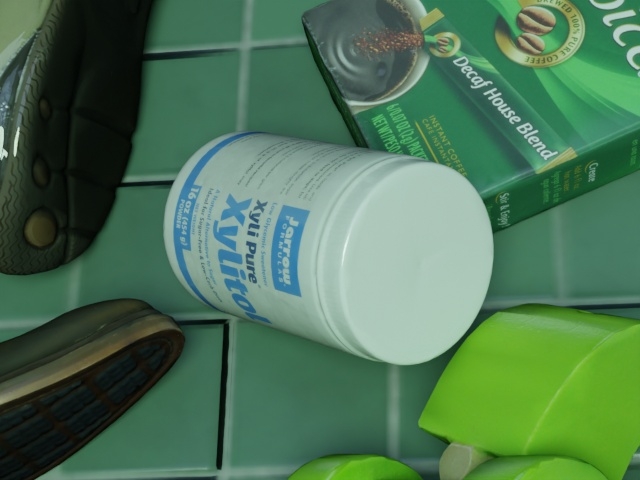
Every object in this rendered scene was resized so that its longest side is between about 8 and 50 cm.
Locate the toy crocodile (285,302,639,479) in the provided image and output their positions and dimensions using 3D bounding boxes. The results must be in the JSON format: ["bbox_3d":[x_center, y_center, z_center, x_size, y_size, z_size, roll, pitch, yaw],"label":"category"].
[{"bbox_3d":[0.032,0.169,0.454,0.115,0.105,0.340,-12,53,51],"label":"toy crocodile"}]

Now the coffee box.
[{"bbox_3d":[0.097,-0.077,0.595,0.184,0.040,0.113,-23,62,-2],"label":"coffee box"}]

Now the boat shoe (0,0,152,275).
[{"bbox_3d":[-0.123,-0.145,0.622,0.120,0.122,0.324,7,64,16],"label":"boat shoe"}]

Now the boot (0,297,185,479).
[{"bbox_3d":[-0.164,0.049,0.552,0.219,0.082,0.106,-27,65,-2],"label":"boot"}]

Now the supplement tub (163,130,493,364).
[{"bbox_3d":[0.000,0.000,0.533,0.107,0.071,0.071,13,61,52],"label":"supplement tub"}]
